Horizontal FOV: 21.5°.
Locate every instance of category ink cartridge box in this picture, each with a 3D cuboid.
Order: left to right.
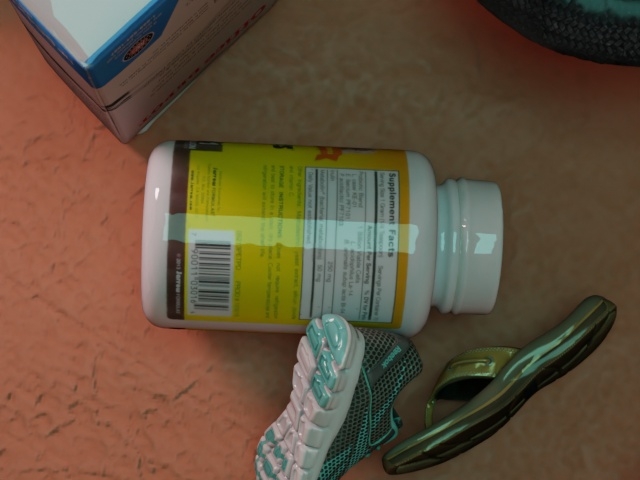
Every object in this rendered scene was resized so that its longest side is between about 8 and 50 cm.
[{"bbox_3d":[-0.102,-0.154,1.007,0.148,0.203,0.086,-44,85,-7],"label":"ink cartridge box"}]

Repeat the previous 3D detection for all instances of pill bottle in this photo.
[{"bbox_3d":[0.000,0.000,1.037,0.215,0.117,0.117,3,83,-3],"label":"pill bottle"}]

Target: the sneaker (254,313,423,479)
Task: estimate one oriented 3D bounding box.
[{"bbox_3d":[0.013,0.119,1.026,0.076,0.166,0.065,5,38,-26],"label":"sneaker"}]

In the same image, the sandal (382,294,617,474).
[{"bbox_3d":[0.107,0.086,1.061,0.180,0.072,0.049,-38,71,-8],"label":"sandal"}]

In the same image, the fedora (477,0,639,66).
[{"bbox_3d":[0.218,-0.257,1.058,0.334,0.152,0.334,0,87,4],"label":"fedora"}]
